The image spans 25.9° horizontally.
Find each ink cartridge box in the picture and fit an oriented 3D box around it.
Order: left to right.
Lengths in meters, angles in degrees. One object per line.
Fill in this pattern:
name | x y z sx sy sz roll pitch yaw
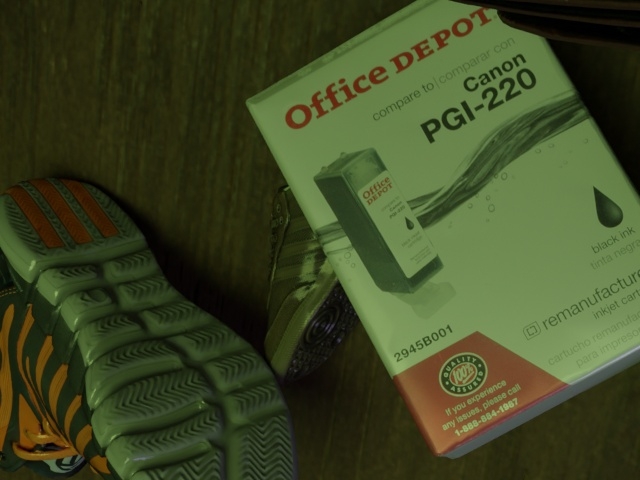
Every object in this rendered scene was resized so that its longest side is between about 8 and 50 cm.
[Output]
ink cartridge box | 0.081 -0.015 0.743 0.158 0.092 0.218 -30 76 6

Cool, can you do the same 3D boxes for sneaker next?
sneaker | -0.130 0.119 0.912 0.321 0.124 0.180 54 137 35
sneaker | 0.000 0.000 0.871 0.071 0.066 0.188 38 116 27

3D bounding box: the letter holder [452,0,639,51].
letter holder | 0.181 -0.136 0.567 0.302 0.214 0.152 9 152 34
